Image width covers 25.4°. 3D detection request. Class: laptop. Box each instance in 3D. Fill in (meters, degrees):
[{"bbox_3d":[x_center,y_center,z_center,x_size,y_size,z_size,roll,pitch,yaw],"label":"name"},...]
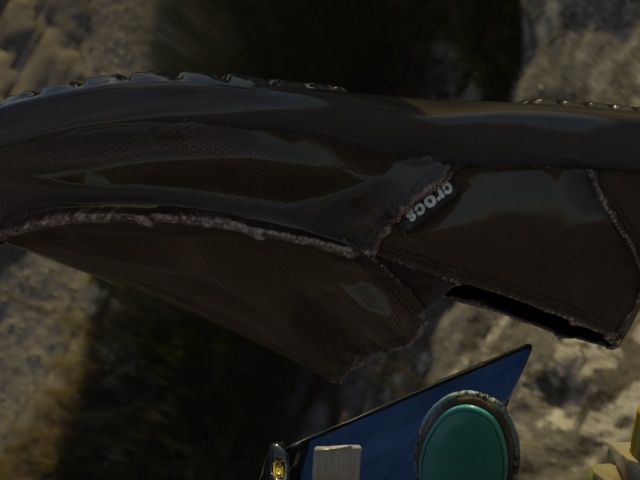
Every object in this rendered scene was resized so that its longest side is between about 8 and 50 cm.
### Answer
[{"bbox_3d":[0.036,0.344,1.176,0.407,0.236,0.382,-92,13,-48],"label":"laptop"}]

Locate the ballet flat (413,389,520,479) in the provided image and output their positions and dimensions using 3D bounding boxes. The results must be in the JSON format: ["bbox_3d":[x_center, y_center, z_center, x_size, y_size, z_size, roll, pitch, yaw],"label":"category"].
[{"bbox_3d":[0.095,0.153,0.900,0.070,0.070,0.188,44,142,41],"label":"ballet flat"}]

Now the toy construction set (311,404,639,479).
[{"bbox_3d":[0.141,0.141,0.645,0.309,0.257,0.237,7,111,10],"label":"toy construction set"}]

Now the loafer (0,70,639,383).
[{"bbox_3d":[0.000,0.000,0.626,0.134,0.366,0.130,177,94,-76],"label":"loafer"}]
